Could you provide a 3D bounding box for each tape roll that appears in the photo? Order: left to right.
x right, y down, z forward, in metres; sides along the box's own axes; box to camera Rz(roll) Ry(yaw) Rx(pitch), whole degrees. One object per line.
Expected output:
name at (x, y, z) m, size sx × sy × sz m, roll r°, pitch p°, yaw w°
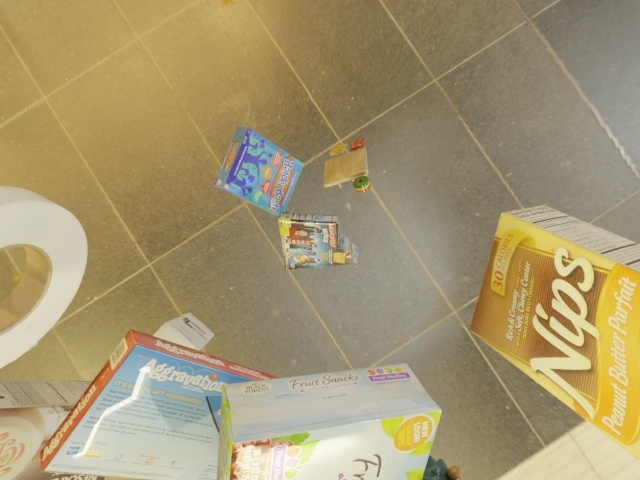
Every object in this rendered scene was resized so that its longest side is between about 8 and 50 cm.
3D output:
tape roll at (-0.624, 0.087, 0.832) m, size 0.072 × 0.392 × 0.391 m, roll 27°, pitch 88°, yaw 11°

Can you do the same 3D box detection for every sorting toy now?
sorting toy at (0.081, -0.211, 1.313) m, size 0.132 × 0.274 × 0.046 m, roll -16°, pitch 129°, yaw 16°

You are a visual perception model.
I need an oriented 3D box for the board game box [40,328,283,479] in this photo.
board game box at (-0.120, 0.200, 0.480) m, size 0.281 × 0.027 × 0.145 m, roll 35°, pitch 94°, yaw -41°

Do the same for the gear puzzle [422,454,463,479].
gear puzzle at (0.118, 0.359, 0.475) m, size 0.175 × 0.339 × 0.044 m, roll 45°, pitch 116°, yaw 23°

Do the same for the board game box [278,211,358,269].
board game box at (0.000, 0.000, 1.123) m, size 0.194 × 0.194 × 0.060 m, roll 4°, pitch 47°, yaw 5°

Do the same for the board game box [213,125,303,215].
board game box at (-0.151, -0.169, 1.118) m, size 0.047 × 0.210 × 0.160 m, roll 19°, pitch 86°, yaw 41°

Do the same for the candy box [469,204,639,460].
candy box at (0.322, 0.104, 0.469) m, size 0.088 × 0.316 × 0.182 m, roll -10°, pitch 119°, yaw -29°

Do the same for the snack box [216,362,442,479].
snack box at (-0.002, 0.219, 0.393) m, size 0.175 × 0.070 × 0.207 m, roll 0°, pitch 114°, yaw -20°

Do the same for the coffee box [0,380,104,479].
coffee box at (-0.428, 0.286, 0.632) m, size 0.098 × 0.247 × 0.141 m, roll 14°, pitch 83°, yaw 37°

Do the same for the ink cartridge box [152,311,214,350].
ink cartridge box at (-0.431, 0.326, 1.254) m, size 0.117 × 0.278 × 0.201 m, roll 42°, pitch 84°, yaw -1°
